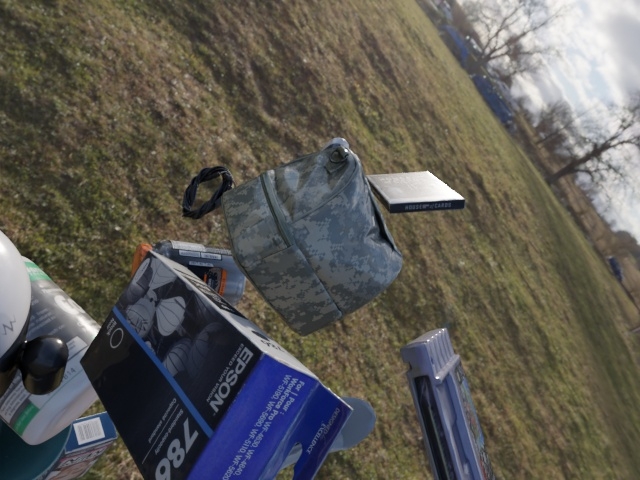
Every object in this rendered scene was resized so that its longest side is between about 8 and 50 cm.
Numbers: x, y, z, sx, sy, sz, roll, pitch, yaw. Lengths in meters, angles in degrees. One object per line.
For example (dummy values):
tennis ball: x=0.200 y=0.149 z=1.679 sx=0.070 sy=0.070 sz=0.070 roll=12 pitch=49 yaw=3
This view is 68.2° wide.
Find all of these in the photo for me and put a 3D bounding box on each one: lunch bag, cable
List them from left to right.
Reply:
cable: x=-0.329 y=-0.137 z=1.337 sx=0.150 sy=0.184 sz=0.047 roll=49 pitch=0 yaw=34
lunch bag: x=0.000 y=0.000 z=0.873 sx=0.305 sy=0.255 sz=0.213 roll=60 pitch=6 yaw=-41

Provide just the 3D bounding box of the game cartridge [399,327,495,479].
game cartridge: x=0.236 y=0.341 z=0.828 sx=0.230 sy=0.068 sz=0.355 roll=3 pitch=71 yaw=-62

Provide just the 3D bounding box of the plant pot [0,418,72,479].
plant pot: x=-0.786 y=0.441 z=1.129 sx=0.290 sy=0.195 sz=0.290 roll=40 pitch=42 yaw=-48

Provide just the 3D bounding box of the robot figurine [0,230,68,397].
robot figurine: x=-0.362 y=0.084 z=0.421 sx=0.209 sy=0.278 sz=0.174 roll=-16 pitch=71 yaw=-42

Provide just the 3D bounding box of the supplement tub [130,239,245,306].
supplement tub: x=-0.433 y=0.110 z=1.561 sx=0.337 sy=0.207 sz=0.207 roll=8 pitch=46 yaw=-30

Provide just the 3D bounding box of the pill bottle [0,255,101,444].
pill bottle: x=-0.539 y=0.157 z=0.827 sx=0.361 sy=0.204 sz=0.204 roll=42 pitch=25 yaw=2

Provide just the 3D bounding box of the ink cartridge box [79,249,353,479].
ink cartridge box: x=-0.133 y=0.143 z=0.486 sx=0.332 sy=0.165 sz=0.065 roll=26 pitch=-7 yaw=43

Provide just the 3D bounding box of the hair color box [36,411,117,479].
hair color box: x=-0.861 y=0.733 z=1.638 sx=0.173 sy=0.347 sz=0.105 roll=1 pitch=50 yaw=-49

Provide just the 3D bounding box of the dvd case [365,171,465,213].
dvd case: x=0.221 y=-0.122 z=1.160 sx=0.239 sy=0.179 sz=0.030 roll=-111 pitch=-162 yaw=-64

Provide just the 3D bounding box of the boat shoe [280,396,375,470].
boat shoe: x=-0.025 y=0.444 z=1.061 sx=0.113 sy=0.306 sz=0.105 roll=62 pitch=-16 yaw=18

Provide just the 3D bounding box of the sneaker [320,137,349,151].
sneaker: x=-0.007 y=-0.150 z=1.273 sx=0.086 sy=0.226 sz=0.164 roll=23 pitch=48 yaw=-16
